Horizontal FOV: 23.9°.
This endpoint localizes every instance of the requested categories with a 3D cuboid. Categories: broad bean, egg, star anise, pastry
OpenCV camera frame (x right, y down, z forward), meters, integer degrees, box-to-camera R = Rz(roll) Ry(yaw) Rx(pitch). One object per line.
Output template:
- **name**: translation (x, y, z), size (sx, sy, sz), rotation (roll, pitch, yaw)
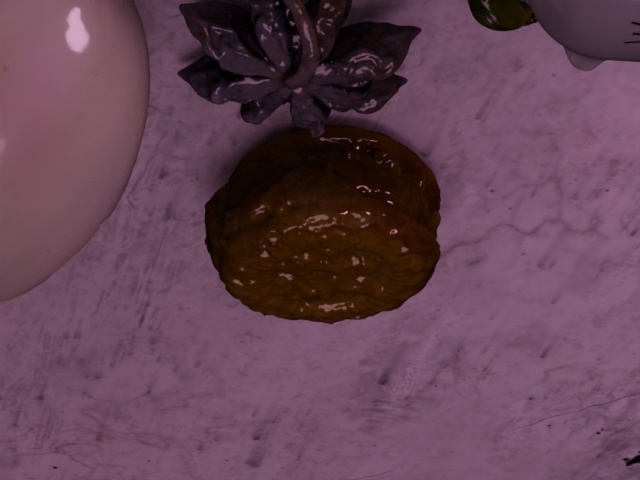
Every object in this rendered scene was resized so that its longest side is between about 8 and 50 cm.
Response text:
- **broad bean**: translation (0.120, -0.249, 1.267), size (0.053, 0.052, 0.256), rotation (-31, 138, 11)
- **egg**: translation (-0.283, -0.109, 1.236), size (0.283, 0.283, 0.345), rotation (23, 122, -30)
- **star anise**: translation (-0.027, -0.170, 1.334), size (0.230, 0.081, 0.262), rotation (-3, 145, 17)
- **pastry**: translation (0.000, 0.000, 1.508), size (0.240, 0.132, 0.235), rotation (21, 135, -26)

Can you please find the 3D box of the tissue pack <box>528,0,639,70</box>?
- **tissue pack**: translation (0.304, -0.256, 1.127), size (0.333, 0.229, 0.236), rotation (-1, 141, -2)
